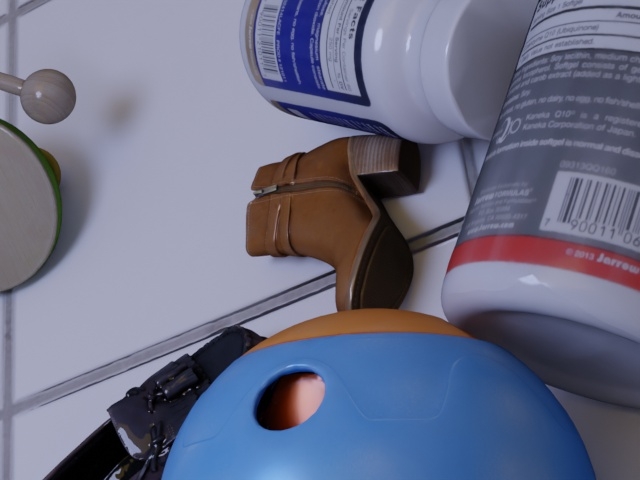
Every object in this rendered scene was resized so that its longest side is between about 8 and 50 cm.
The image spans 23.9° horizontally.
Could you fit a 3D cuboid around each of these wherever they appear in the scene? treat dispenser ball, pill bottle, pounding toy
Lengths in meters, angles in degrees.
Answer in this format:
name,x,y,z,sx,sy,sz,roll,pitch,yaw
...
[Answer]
name,x,y,z,sx,sy,sz,roll,pitch,yaw
treat dispenser ball,0.038,0.187,0.978,0.288,0.288,0.288,-17,56,26
pill bottle,0.233,-0.082,1.053,0.210,0.210,0.363,7,68,37
pill bottle,0.064,-0.159,1.224,0.265,0.153,0.153,19,76,52
pounding toy,-0.321,-0.074,1.491,0.183,0.110,0.236,15,111,10

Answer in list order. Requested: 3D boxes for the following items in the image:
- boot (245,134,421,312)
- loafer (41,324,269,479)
name,x,y,z,sx,sy,sz,roll,pitch,yaw
boot,0.000,0.000,1.262,0.152,0.073,0.197,-9,47,29
loafer,-0.158,0.182,1.235,0.302,0.095,0.109,-48,30,3
